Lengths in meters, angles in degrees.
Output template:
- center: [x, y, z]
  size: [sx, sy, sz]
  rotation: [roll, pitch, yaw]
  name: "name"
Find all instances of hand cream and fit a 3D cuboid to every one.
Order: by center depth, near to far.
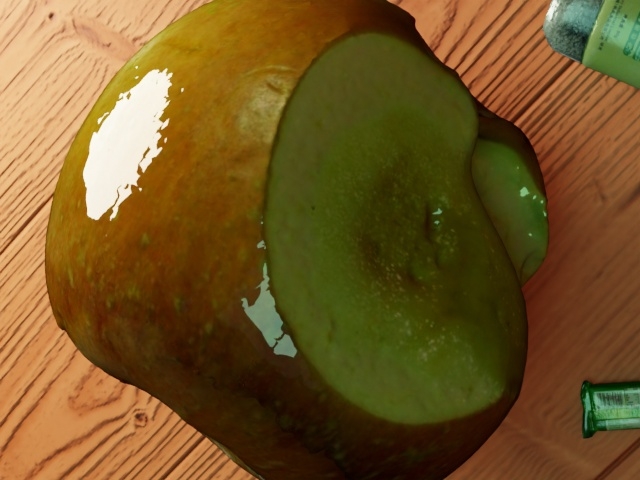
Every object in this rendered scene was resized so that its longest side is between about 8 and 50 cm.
- center: [0.258, -0.151, 1.274]
  size: [0.175, 0.046, 0.095]
  rotation: [24, 98, 15]
  name: "hand cream"

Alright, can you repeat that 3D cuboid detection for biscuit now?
- center: [0.248, 0.129, 1.310]
  size: [0.089, 0.016, 0.046]
  rotation: [-6, 93, 20]
  name: "biscuit"

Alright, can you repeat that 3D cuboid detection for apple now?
- center: [0.000, 0.000, 1.218]
  size: [0.384, 0.374, 0.374]
  rotation: [30, 103, 26]
  name: "apple"
